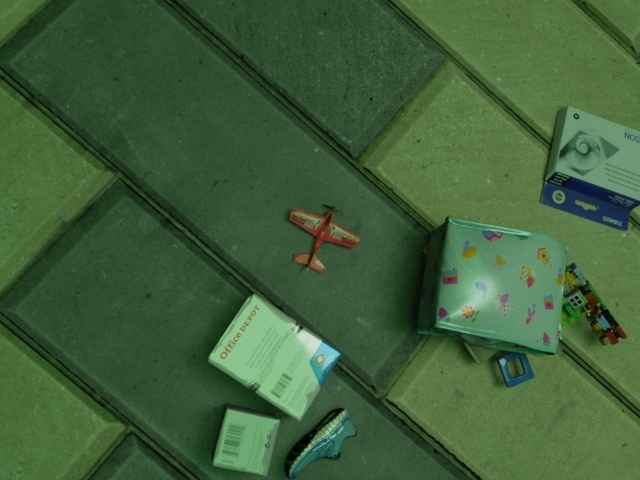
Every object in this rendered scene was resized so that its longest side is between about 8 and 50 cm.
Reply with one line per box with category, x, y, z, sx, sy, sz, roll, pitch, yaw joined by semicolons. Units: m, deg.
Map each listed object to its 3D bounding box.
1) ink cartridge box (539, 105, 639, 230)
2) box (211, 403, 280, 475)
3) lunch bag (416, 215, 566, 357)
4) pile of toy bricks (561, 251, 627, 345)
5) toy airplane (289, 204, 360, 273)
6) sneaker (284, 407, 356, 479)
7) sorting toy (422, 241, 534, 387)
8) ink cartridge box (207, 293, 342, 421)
ink cartridge box;0.610;-0.158;1.373;0.223;0.045;0.224;17;79;-8
box;-0.136;0.358;1.129;0.101;0.087;0.101;15;79;-9
lunch bag;0.332;0.091;1.179;0.262;0.160;0.224;11;76;-6
pile of toy bricks;0.526;0.140;1.292;0.105;0.118;0.212;-36;100;18
toy airplane;0.000;0.000;1.241;0.151;0.028;0.151;1;81;-9
sneaker;0.004;0.390;1.165;0.162;0.063;0.073;-39;93;-14
sorting toy;0.336;0.126;1.279;0.196;0.047;0.348;-33;89;-18
ink cartridge box;-0.087;0.215;1.161;0.203;0.086;0.148;35;77;-3
